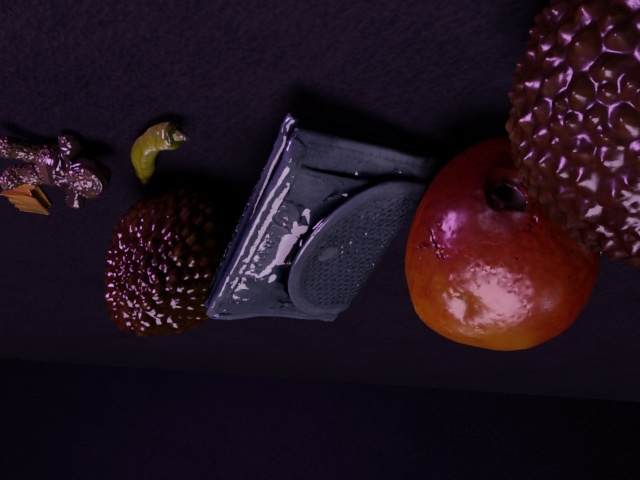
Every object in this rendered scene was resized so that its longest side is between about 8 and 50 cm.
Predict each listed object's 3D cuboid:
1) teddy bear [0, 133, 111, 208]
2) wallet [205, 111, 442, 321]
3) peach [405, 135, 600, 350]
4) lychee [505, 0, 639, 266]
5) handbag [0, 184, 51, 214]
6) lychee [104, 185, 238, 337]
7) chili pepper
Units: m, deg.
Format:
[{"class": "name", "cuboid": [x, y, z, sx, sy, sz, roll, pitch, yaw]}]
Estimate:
[{"class": "teddy bear", "cuboid": [-0.385, -0.107, 0.851, 0.160, 0.078, 0.119, 13, 123, 0]}, {"class": "wallet", "cuboid": [0.000, 0.000, 0.800, 0.237, 0.075, 0.342, 7, 130, -31]}, {"class": "peach", "cuboid": [0.225, 0.009, 0.738, 0.281, 0.238, 0.281, -20, 137, -20]}, {"class": "lychee", "cuboid": [0.285, -0.110, 0.455, 0.267, 0.267, 0.267, 5, 157, 2]}, {"class": "handbag", "cuboid": [-0.518, -0.072, 1.018, 0.061, 0.027, 0.083, 6, 158, -4]}, {"class": "lychee", "cuboid": [-0.232, 0.035, 0.931, 0.236, 0.271, 0.236, 12, 133, 13]}, {"class": "chili pepper", "cuboid": [-0.244, -0.125, 0.821, 0.049, 0.043, 0.208, -10, 174, -34]}]
